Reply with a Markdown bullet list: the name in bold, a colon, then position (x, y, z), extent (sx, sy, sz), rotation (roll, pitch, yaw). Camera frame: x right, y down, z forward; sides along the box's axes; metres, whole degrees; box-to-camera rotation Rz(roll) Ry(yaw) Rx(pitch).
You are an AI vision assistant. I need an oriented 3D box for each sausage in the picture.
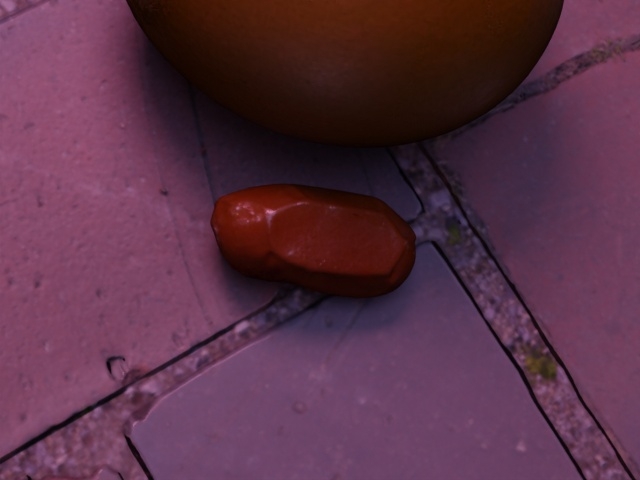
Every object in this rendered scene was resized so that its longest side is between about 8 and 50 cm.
- **sausage**: position (0.000, 0.000, 1.258), extent (0.179, 0.089, 0.089), rotation (7, 72, -20)

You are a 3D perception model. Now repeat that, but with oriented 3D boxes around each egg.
- **egg**: position (0.014, -0.215, 1.218), extent (0.351, 0.282, 0.282), rotation (13, 72, -7)
